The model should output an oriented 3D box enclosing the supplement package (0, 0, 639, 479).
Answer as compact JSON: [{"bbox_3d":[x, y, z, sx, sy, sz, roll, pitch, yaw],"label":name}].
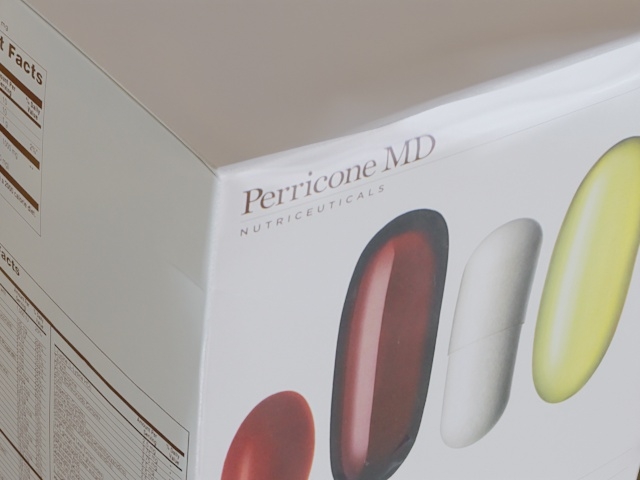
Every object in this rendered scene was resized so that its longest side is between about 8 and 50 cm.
[{"bbox_3d":[0.000,0.000,0.625,0.194,0.149,0.203,-21,134,-31],"label":"supplement package"}]
